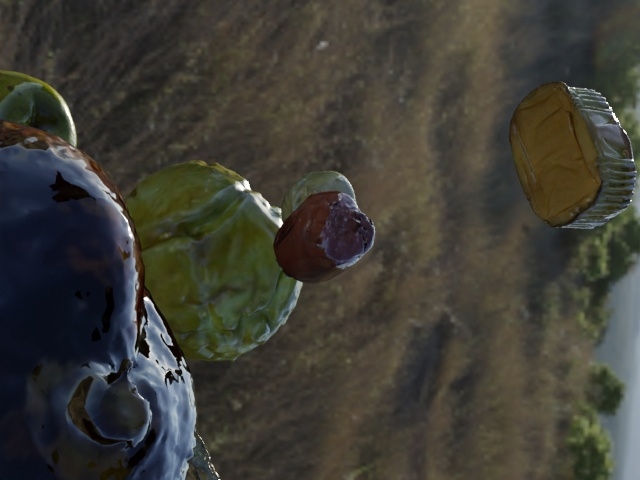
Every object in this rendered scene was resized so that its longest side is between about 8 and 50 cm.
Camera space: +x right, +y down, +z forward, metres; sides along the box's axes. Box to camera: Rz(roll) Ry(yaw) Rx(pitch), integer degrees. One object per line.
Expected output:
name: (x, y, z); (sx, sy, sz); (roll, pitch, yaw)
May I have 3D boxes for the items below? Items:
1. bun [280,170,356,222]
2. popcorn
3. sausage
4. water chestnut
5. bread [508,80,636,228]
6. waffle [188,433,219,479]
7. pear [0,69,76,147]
bun: (-0.006, -0.029, 1.167); (0.055, 0.086, 0.086); (4, 89, -50)
popcorn: (-0.129, 0.024, 1.265); (0.204, 0.221, 0.184); (-32, 170, -21)
sausage: (0.000, 0.000, 1.070); (0.141, 0.076, 0.076); (148, -49, -69)
water chestnut: (-0.255, 0.088, 0.779); (0.335, 0.347, 0.335); (11, 72, -36)
bread: (0.328, -0.108, 1.501); (0.114, 0.132, 0.190); (1, 63, -40)
waffle: (-0.140, 0.162, 1.103); (0.023, 0.153, 0.097); (-27, 147, -23)
pear: (-0.401, -0.118, 1.444); (0.198, 0.198, 0.198); (3, 90, -72)
